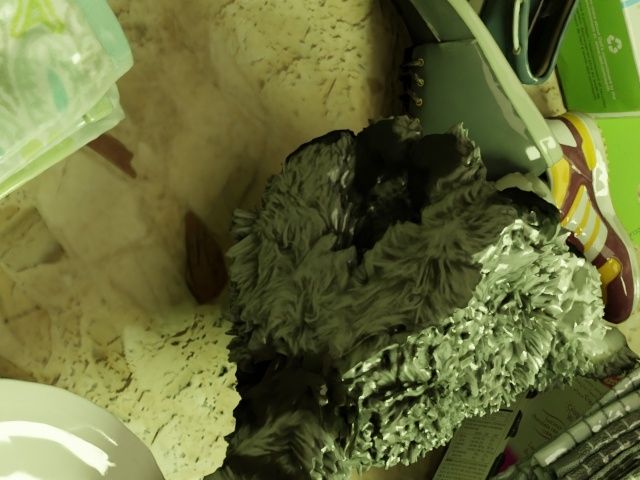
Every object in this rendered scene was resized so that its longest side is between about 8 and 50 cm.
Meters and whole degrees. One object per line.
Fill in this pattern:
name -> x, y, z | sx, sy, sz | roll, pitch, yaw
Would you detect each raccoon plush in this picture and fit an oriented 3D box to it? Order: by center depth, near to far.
raccoon plush -> 0.042, 0.120, 1.342 | 0.446, 0.216, 0.299 | -50, 141, -10

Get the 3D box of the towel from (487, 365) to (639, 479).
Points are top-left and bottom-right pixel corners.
towel -> 0.265, 0.217, 1.416 | 0.284, 0.121, 0.235 | -31, 127, -22

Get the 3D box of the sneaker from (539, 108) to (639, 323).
sneaker -> 0.204, -0.011, 1.550 | 0.084, 0.069, 0.185 | -21, 98, -26

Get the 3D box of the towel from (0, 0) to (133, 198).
towel -> -0.308, -0.162, 1.132 | 0.320, 0.090, 0.374 | -40, 114, -31

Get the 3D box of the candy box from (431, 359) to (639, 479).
candy box -> 0.184, 0.187, 1.527 | 0.159, 0.071, 0.233 | 42, 68, -31

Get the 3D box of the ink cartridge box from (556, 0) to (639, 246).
ink cartridge box -> 0.308, -0.134, 1.602 | 0.189, 0.097, 0.255 | -27, 106, -35

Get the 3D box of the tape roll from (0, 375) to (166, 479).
tape roll -> -0.227, 0.227, 1.195 | 0.286, 0.100, 0.286 | -1, 92, -38

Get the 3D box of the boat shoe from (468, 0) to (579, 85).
boat shoe -> 0.188, -0.247, 1.471 | 0.095, 0.079, 0.254 | 14, 102, -44

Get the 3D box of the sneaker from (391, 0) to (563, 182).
sneaker -> 0.080, -0.120, 1.438 | 0.118, 0.083, 0.222 | -36, 96, -1
